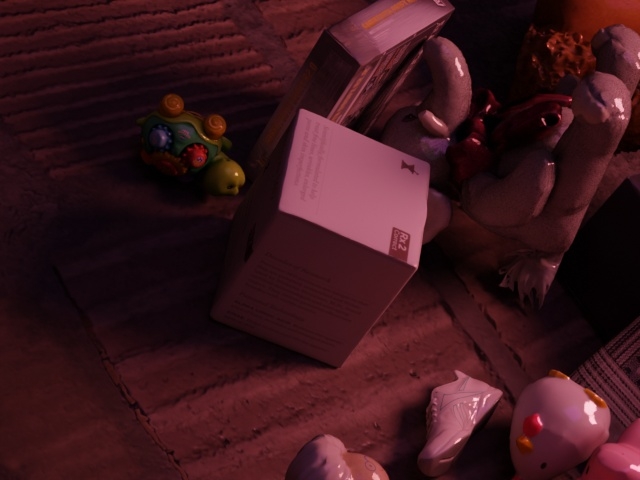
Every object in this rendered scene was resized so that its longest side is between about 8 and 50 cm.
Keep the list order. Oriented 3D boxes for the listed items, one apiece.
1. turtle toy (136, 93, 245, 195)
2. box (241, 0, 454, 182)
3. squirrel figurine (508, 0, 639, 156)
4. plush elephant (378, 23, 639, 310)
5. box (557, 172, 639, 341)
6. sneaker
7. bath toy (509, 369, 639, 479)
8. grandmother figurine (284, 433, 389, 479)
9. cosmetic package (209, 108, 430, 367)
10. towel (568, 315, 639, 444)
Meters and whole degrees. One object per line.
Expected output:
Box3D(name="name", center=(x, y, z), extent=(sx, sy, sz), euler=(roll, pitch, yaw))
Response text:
Box3D(name="turtle toy", center=(-0.136, -0.094, 1.614), extent=(0.130, 0.095, 0.066), euler=(26, 66, -7))
Box3D(name="box", center=(0.027, -0.163, 1.658), extent=(0.056, 0.231, 0.183), euler=(45, 46, 10))
Box3D(name="squirrel figurine", center=(0.440, -0.227, 1.876), extent=(0.370, 0.281, 0.397), euler=(18, 53, 9))
Box3D(name="plush elephant", center=(0.179, -0.106, 1.668), extent=(0.255, 0.330, 0.272), euler=(23, 33, 7))
Box3D(name="box", center=(0.481, 0.059, 1.768), extent=(0.296, 0.183, 0.294), euler=(-16, 61, -39))
Box3D(name="sneaker", center=(0.128, 0.185, 1.551), extent=(0.061, 0.054, 0.152), euler=(33, 37, 13))
Box3D(name="bath toy", center=(0.311, 0.245, 1.471), extent=(0.348, 0.151, 0.129), euler=(29, 78, 41))
Box3D(name="grandmother figurine", center=(0.119, 0.272, 1.392), extent=(0.342, 0.208, 0.104), euler=(28, 86, -16))
Box3D(name="cosmetic package", center=(0.000, 0.000, 1.535), extent=(0.151, 0.184, 0.151), euler=(22, 45, -12))
Box3D(name="towel", center=(0.435, 0.191, 1.554), extent=(0.324, 0.312, 0.056), euler=(54, 13, 20))
